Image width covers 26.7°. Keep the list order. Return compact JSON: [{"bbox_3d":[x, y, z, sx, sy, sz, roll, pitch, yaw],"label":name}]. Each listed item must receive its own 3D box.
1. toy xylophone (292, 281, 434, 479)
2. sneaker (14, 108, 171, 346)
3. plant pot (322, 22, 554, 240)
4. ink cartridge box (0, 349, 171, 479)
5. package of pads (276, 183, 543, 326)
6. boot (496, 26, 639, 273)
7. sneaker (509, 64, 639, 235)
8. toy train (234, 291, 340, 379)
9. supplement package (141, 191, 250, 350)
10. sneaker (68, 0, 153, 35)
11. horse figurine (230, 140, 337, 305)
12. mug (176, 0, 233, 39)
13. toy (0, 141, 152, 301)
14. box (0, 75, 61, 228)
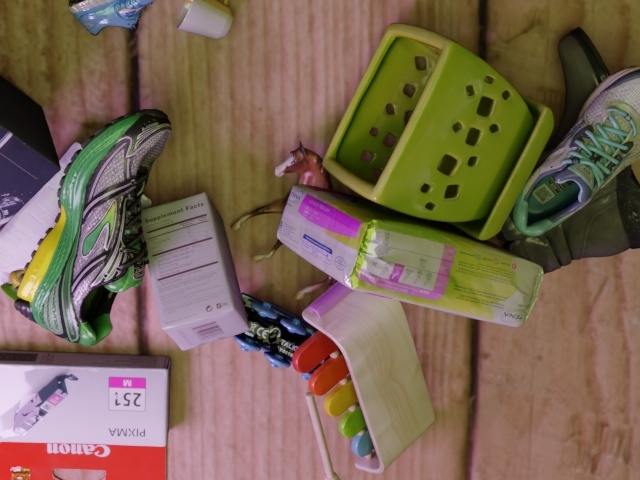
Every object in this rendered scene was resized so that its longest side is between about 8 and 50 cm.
[{"bbox_3d":[0.055,0.209,1.896,0.236,0.081,0.323,-31,125,-33],"label":"toy xylophone"},{"bbox_3d":[-0.273,-0.017,1.800,0.146,0.134,0.344,31,107,19],"label":"sneaker"},{"bbox_3d":[0.163,-0.136,1.786,0.207,0.227,0.228,25,96,-23],"label":"plant pot"},{"bbox_3d":[-0.363,0.285,2.002,0.275,0.060,0.239,2,106,-3],"label":"ink cartridge box"},{"bbox_3d":[0.122,0.019,1.798,0.296,0.229,0.101,14,98,-30],"label":"package of pads"},{"bbox_3d":[0.320,-0.108,1.876,0.222,0.118,0.338,-16,103,9],"label":"boot"},{"bbox_3d":[0.356,-0.104,1.758,0.110,0.122,0.283,39,113,-5],"label":"sneaker"},{"bbox_3d":[-0.052,0.138,1.940,0.184,0.105,0.080,26,96,-10],"label":"toy train"},{"bbox_3d":[-0.175,0.043,1.861,0.105,0.105,0.179,-17,67,4],"label":"supplement package"},{"bbox_3d":[-0.253,-0.325,1.819,0.162,0.063,0.073,-18,125,8],"label":"sneaker"},{"bbox_3d":[0.000,0.000,1.920,0.174,0.066,0.263,-40,104,15],"label":"horse figurine"},{"bbox_3d":[-0.150,-0.308,1.819,0.064,0.062,0.078,22,112,-17],"label":"mug"},{"bbox_3d":[-0.364,-0.012,1.906,0.137,0.056,0.237,39,96,-15],"label":"toy"},{"bbox_3d":[-0.574,-0.121,1.741,0.312,0.179,0.343,-44,128,10],"label":"box"}]
